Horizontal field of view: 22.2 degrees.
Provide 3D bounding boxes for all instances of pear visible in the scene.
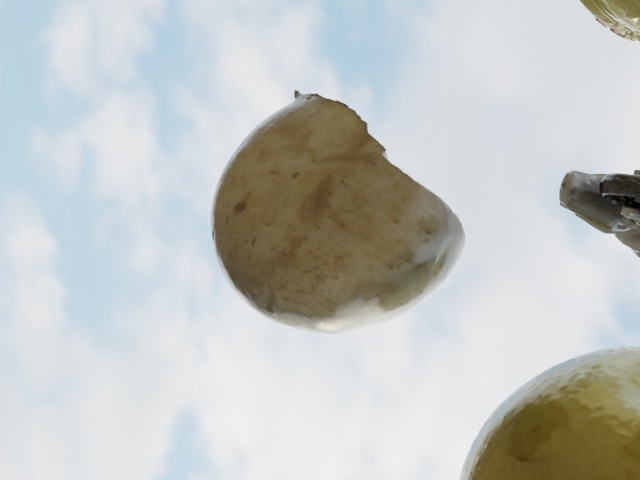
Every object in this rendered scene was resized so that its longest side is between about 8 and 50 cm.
[{"bbox_3d":[0.288,0.263,1.461,0.348,0.348,0.348,-6,-97,51],"label":"pear"}]

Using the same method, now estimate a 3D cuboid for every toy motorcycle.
[{"bbox_3d":[0.293,-0.011,1.298,0.151,0.228,0.074,4,-101,64],"label":"toy motorcycle"}]

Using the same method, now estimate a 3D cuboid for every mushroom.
[{"bbox_3d":[0.000,0.000,1.525,0.189,0.195,0.253,-37,-134,-11],"label":"mushroom"}]

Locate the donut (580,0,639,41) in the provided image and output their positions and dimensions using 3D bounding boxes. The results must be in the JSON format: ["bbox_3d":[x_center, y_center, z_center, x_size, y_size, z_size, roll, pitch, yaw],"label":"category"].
[{"bbox_3d":[0.224,-0.172,1.020,0.065,0.166,0.108,-114,-140,-74],"label":"donut"}]
